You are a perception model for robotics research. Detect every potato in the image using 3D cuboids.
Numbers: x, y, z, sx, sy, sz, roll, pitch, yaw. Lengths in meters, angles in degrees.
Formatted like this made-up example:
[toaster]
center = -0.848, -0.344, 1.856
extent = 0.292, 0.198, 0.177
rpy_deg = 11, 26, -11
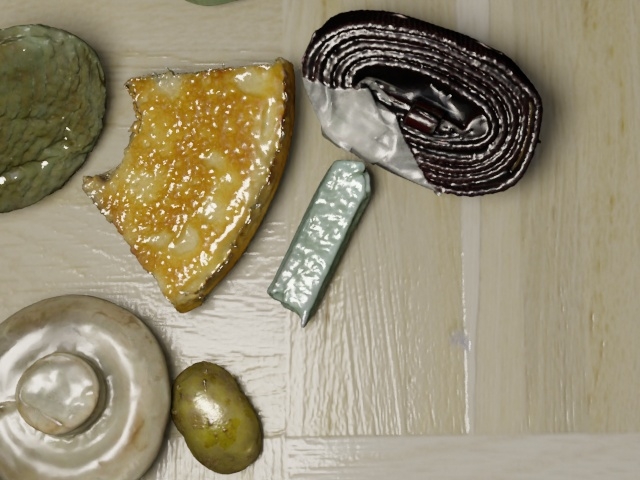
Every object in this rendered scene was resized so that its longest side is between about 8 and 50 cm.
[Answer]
[potato]
center = -0.124, 0.209, 1.513
extent = 0.091, 0.070, 0.138
rpy_deg = -31, 83, -1

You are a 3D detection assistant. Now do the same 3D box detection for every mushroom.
[mushroom]
center = -0.289, 0.177, 1.446
extent = 0.243, 0.243, 0.243
rpy_deg = 0, 83, 2

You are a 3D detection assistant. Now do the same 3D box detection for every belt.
[belt]
center = 0.116, -0.166, 1.509
extent = 0.289, 0.164, 0.184
rpy_deg = 24, 106, -3

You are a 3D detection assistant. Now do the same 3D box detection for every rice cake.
[rice cake]
center = 0.000, 0.000, 1.538
extent = 0.063, 0.069, 0.206
rpy_deg = 26, 87, 3

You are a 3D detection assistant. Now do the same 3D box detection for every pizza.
[pizza]
center = -0.156, -0.086, 1.540
extent = 0.223, 0.089, 0.323
rpy_deg = 23, 90, 14

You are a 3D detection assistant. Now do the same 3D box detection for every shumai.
[shumai]
center = -0.399, -0.169, 1.524
extent = 0.272, 0.222, 0.203
rpy_deg = -26, 45, -20

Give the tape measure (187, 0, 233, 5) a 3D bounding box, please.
[tape measure]
center = -0.130, -0.407, 1.573
extent = 0.207, 0.115, 0.235
rpy_deg = -16, 74, 0
